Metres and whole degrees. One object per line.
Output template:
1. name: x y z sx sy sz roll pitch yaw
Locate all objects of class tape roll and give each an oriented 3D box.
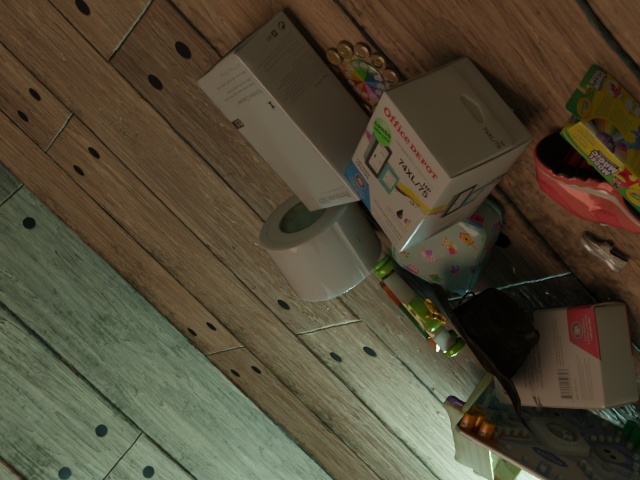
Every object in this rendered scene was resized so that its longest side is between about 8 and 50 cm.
1. tape roll: 0.000 0.000 1.860 0.246 0.246 0.169 2 134 47

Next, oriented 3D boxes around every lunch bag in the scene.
1. lunch bag: 0.260 -0.018 1.688 0.224 0.108 0.279 29 149 19

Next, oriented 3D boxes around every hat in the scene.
1. hat: 0.366 0.191 1.618 0.331 0.134 0.331 57 -178 -3

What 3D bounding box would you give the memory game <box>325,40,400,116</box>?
1. memory game: 0.084 -0.315 1.567 0.186 0.012 0.186 28 149 18

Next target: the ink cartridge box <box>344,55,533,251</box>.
1. ink cartridge box: 0.203 -0.151 1.425 0.198 0.197 0.270 56 154 17

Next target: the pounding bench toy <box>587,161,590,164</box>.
1. pounding bench toy: 0.442 -0.172 1.297 0.065 0.083 0.052 37 151 1

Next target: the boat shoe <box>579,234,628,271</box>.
1. boat shoe: 0.543 0.018 1.505 0.100 0.035 0.035 40 123 4

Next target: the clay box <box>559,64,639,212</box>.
1. clay box: 0.470 -0.160 1.238 0.222 0.127 0.053 43 150 -6

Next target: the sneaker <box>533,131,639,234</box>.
1. sneaker: 0.512 -0.073 1.361 0.314 0.116 0.136 34 161 22

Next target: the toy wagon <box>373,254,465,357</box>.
1. toy wagon: 0.228 0.159 1.852 0.267 0.068 0.344 49 -178 -1

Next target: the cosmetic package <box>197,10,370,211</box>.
1. cosmetic package: -0.048 -0.255 1.642 0.385 0.156 0.217 49 155 -15

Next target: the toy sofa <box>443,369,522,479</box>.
1. toy sofa: 0.462 0.507 2.147 0.177 0.150 0.362 23 147 35

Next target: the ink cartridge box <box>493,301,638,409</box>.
1. ink cartridge box: 0.506 0.243 1.672 0.283 0.117 0.207 -13 80 55

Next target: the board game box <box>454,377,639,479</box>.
1. board game box: 0.541 0.427 1.770 0.390 0.390 0.050 26 112 21
